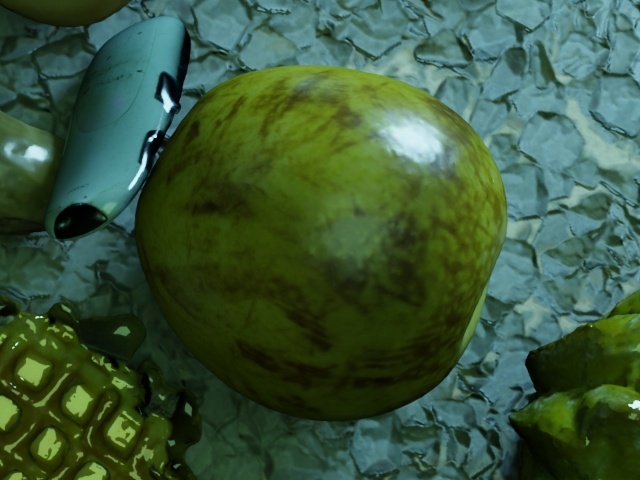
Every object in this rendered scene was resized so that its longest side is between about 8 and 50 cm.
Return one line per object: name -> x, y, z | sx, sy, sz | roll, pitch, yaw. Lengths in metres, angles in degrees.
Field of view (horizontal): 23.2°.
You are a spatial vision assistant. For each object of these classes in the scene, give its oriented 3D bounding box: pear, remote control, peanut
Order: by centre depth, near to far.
pear -> 0.000, 0.000, 1.150 | 0.281, 0.281, 0.280 | 1, 85, -11
remote control -> -0.151, -0.093, 1.164 | 0.097, 0.256, 0.045 | -21, 127, 22
peanut -> -0.280, -0.077, 1.184 | 0.236, 0.120, 0.110 | 25, 117, -13

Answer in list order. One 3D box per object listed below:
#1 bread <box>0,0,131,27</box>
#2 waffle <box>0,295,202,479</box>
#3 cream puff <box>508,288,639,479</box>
bread -> -0.173, -0.381, 1.106 | 0.348, 0.253, 0.376 | 46, 43, -16
waffle -> -0.234, 0.193, 1.191 | 0.329, 0.062, 0.329 | 1, 83, -11
cream puff -> 0.257, 0.150, 1.221 | 0.244, 0.196, 0.244 | 32, 45, -40
